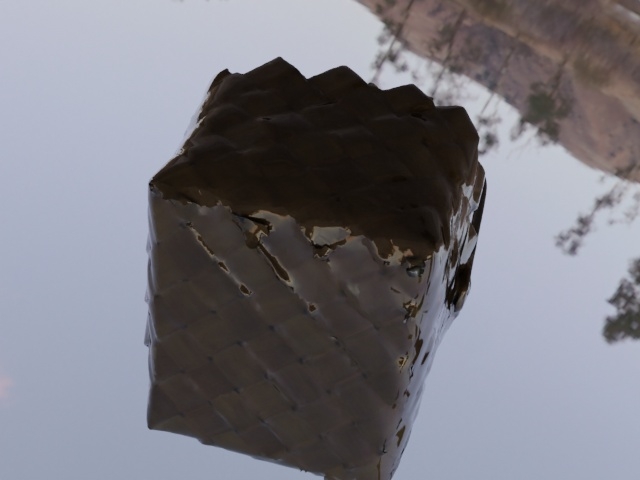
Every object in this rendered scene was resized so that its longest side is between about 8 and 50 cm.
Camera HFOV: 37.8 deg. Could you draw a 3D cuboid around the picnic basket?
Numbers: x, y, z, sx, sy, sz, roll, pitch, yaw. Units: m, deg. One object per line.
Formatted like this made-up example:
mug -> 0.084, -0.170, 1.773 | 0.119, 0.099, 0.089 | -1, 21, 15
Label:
picnic basket -> 0.000, 0.000, 0.759 | 0.254, 0.291, 0.321 | 13, -144, 5
